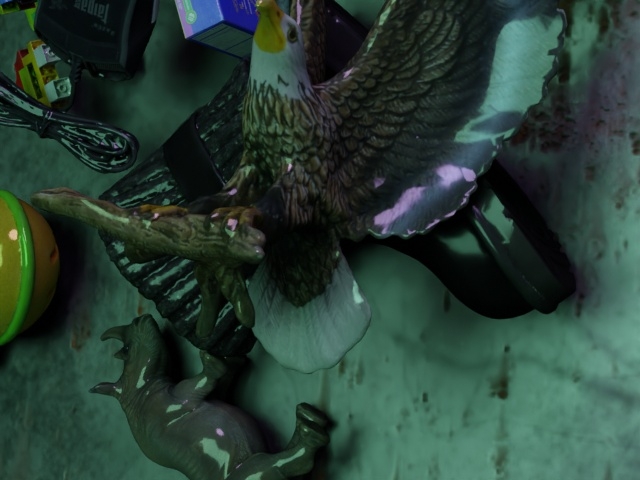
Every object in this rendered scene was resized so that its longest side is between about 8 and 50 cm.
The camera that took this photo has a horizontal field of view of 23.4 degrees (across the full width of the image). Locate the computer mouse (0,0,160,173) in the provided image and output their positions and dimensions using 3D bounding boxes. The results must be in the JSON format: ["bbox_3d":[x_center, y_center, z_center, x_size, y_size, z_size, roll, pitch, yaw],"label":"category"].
[{"bbox_3d":[-0.205,-0.194,1.215,0.184,0.060,0.262,20,122,17],"label":"computer mouse"}]

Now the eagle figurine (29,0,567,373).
[{"bbox_3d":[0.000,-0.088,0.989,0.226,0.298,0.225,38,149,1],"label":"eagle figurine"}]

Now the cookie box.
[{"bbox_3d":[-0.072,-0.193,1.215,0.040,0.107,0.092,-24,71,27],"label":"cookie box"}]

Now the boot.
[{"bbox_3d":[0.002,0.001,1.126,0.260,0.131,0.348,-47,52,10],"label":"boot"}]

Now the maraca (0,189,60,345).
[{"bbox_3d":[-0.284,0.034,1.327,0.186,0.099,0.127,-48,50,46],"label":"maraca"}]

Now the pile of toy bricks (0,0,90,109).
[{"bbox_3d":[-0.236,-0.214,1.338,0.105,0.118,0.212,-16,91,58],"label":"pile of toy bricks"}]

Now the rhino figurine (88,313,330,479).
[{"bbox_3d":[-0.097,0.134,1.209,0.243,0.073,0.106,33,98,32],"label":"rhino figurine"}]
